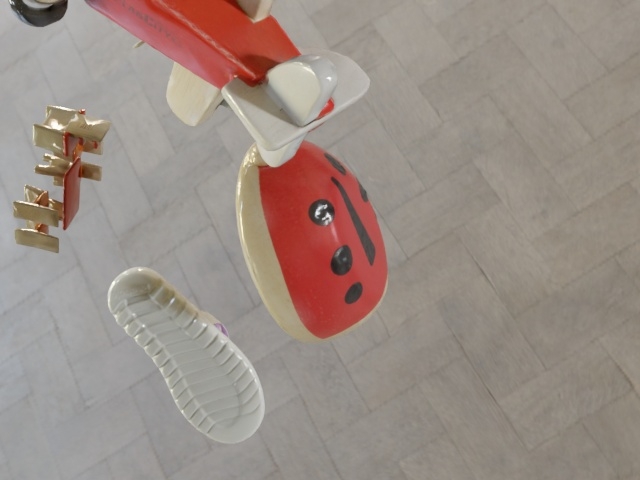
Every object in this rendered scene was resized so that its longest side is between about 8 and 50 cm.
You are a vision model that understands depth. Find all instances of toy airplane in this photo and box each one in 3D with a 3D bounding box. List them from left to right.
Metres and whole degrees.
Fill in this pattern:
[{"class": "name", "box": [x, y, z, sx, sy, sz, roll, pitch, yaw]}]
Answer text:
[{"class": "toy airplane", "box": [-0.104, -0.270, 0.894, 0.386, 0.384, 0.272, 8, 54, 35]}]

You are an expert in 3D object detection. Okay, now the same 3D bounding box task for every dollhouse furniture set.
[{"class": "dollhouse furniture set", "box": [-0.513, -0.138, 1.726, 0.135, 0.259, 0.262, 15, 41, -1]}]

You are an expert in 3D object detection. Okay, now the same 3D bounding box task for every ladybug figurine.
[{"class": "ladybug figurine", "box": [0.000, 0.000, 1.435, 0.162, 0.449, 0.305, -3, 54, 24]}]

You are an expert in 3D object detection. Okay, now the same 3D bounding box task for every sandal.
[{"class": "sandal", "box": [-0.242, 0.210, 1.627, 0.169, 0.102, 0.416, -29, 107, 10]}]
